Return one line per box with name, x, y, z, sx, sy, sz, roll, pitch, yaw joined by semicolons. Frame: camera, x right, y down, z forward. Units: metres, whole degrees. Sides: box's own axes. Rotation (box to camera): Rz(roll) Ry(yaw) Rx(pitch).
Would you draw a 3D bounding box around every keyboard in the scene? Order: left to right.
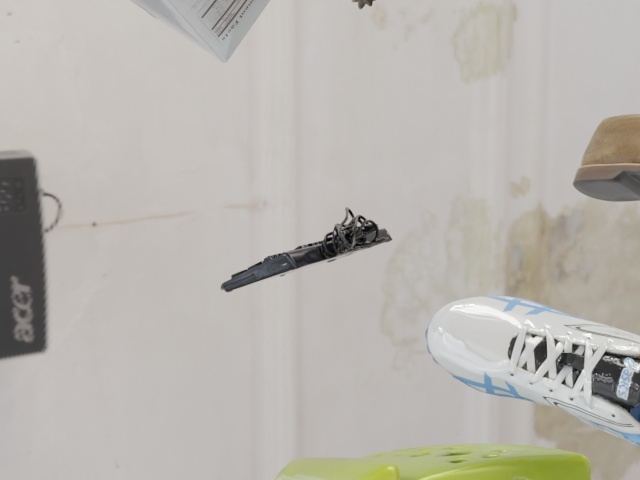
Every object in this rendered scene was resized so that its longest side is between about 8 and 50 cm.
keyboard;0.000;0.000;0.841;0.192;0.100;0.038;-16;-93;-64

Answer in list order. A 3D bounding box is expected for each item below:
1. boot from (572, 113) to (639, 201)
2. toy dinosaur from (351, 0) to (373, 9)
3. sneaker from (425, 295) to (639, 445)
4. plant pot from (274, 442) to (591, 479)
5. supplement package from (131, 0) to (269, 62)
boot;0.478;-0.117;1.375;0.112;0.305;0.115;30;-106;-39
toy dinosaur;0.032;-0.328;1.091;0.160;0.314;0.120;6;-100;-50
sneaker;0.196;0.094;0.784;0.086;0.237;0.085;81;-152;-74
plant pot;0.077;0.284;0.875;0.207;0.227;0.228;6;-101;-24
supplement package;-0.142;-0.327;0.925;0.198;0.199;0.263;-54;-18;-1
